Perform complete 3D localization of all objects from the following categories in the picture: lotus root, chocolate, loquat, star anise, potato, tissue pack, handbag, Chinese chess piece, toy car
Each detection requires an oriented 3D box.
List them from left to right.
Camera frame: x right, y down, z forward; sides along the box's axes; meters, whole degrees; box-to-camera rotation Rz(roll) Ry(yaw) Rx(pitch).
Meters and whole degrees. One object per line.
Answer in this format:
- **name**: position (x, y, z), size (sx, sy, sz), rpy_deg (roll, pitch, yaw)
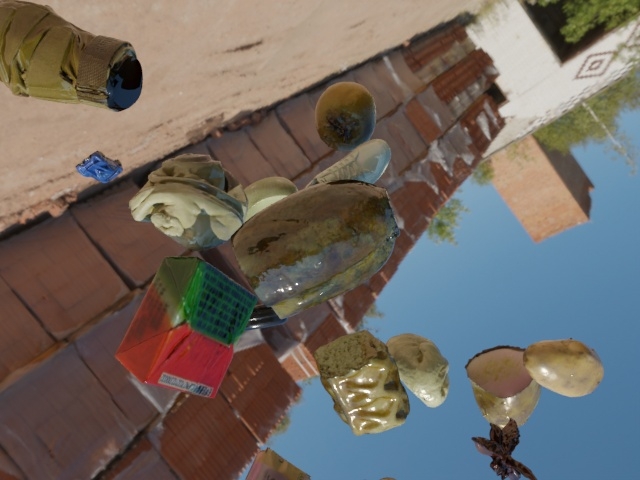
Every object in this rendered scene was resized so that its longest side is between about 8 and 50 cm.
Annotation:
- **toy car**: position (-0.758, -0.245, 1.701), size (0.103, 0.063, 0.216), rpy_deg (-37, 173, 1)
- **chocolate**: position (-0.371, 0.245, 1.400), size (0.342, 0.161, 0.360), rpy_deg (-67, 154, -15)
- **handbag**: position (-0.273, 0.314, 1.980), size (0.253, 0.093, 0.307), rpy_deg (-5, 171, -44)
- **Chinese chess piece**: position (-0.198, -0.143, 1.908), size (0.250, 0.101, 0.250), rpy_deg (-17, 154, -8)
- **tissue pack**: position (-0.175, 0.896, 1.709), size (0.123, 0.215, 0.257), rpy_deg (-51, -174, 38)
- **lotus root**: position (0.000, 0.000, 1.044), size (0.345, 0.251, 0.250), rpy_deg (-24, -175, 3)
- **loquat**: position (0.070, -0.318, 1.248), size (0.149, 0.172, 0.204), rpy_deg (8, -144, 28)
- **potato**: position (0.595, 0.487, 1.552), size (0.229, 0.266, 0.229), rpy_deg (-21, -148, 14)
- **star anise**: position (0.423, 0.468, 1.058), size (0.158, 0.141, 0.144), rpy_deg (6, 162, -35)
- **potato**: position (0.631, 0.329, 1.286), size (0.234, 0.162, 0.128), rpy_deg (3, -152, -11)

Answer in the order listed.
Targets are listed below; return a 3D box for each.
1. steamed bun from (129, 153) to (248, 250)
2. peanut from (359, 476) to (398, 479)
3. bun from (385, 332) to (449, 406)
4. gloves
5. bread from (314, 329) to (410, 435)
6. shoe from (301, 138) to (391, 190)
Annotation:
- **steamed bun**: position (-0.380, -0.144, 1.474), size (0.394, 0.346, 0.238), rpy_deg (46, -59, 59)
- **peanut**: position (0.154, 0.756, 1.453), size (0.192, 0.089, 0.089), rpy_deg (-17, -169, 18)
- **bun**: position (0.322, 0.399, 1.587), size (0.160, 0.259, 0.259), rpy_deg (-46, -176, 1)
- **gloves**: position (-0.453, -0.303, 0.797), size (0.141, 0.330, 0.154), rpy_deg (-23, 131, -75)
- **bread**: position (0.111, 0.384, 1.332), size (0.196, 0.252, 0.238), rpy_deg (-35, -158, -16)
- **shoe**: position (0.048, -0.143, 1.168), size (0.265, 0.095, 0.110), rpy_deg (-38, 173, 28)
